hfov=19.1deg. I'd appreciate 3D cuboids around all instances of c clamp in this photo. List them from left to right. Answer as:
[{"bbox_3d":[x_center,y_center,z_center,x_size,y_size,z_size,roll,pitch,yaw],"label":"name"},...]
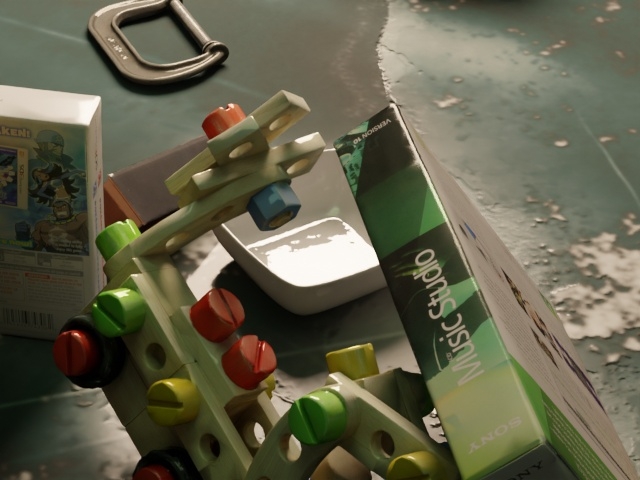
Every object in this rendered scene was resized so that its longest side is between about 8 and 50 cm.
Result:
[{"bbox_3d":[-0.131,-0.186,1.669,0.137,0.022,0.160,-11,39,-17],"label":"c clamp"}]

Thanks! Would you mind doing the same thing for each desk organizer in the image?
[{"bbox_3d":[-0.123,-0.035,1.448,0.047,0.050,0.130,53,35,6],"label":"desk organizer"}]

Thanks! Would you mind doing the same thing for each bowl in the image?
[{"bbox_3d":[0.000,0.000,1.409,0.142,0.053,0.142,-21,43,-27],"label":"bowl"}]

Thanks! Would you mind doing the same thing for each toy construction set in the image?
[{"bbox_3d":[-0.041,0.066,1.175,0.151,0.215,0.327,9,49,-44],"label":"toy construction set"}]

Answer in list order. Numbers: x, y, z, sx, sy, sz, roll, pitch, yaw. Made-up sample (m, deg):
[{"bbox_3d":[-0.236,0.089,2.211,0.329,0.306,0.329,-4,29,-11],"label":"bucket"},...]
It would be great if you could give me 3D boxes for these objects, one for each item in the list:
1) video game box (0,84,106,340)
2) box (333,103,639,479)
[{"bbox_3d":[-0.252,-0.023,1.317,0.205,0.187,0.048,7,38,5],"label":"video game box"},{"bbox_3d":[0.120,0.087,1.168,0.058,0.232,0.322,-34,38,10],"label":"box"}]
